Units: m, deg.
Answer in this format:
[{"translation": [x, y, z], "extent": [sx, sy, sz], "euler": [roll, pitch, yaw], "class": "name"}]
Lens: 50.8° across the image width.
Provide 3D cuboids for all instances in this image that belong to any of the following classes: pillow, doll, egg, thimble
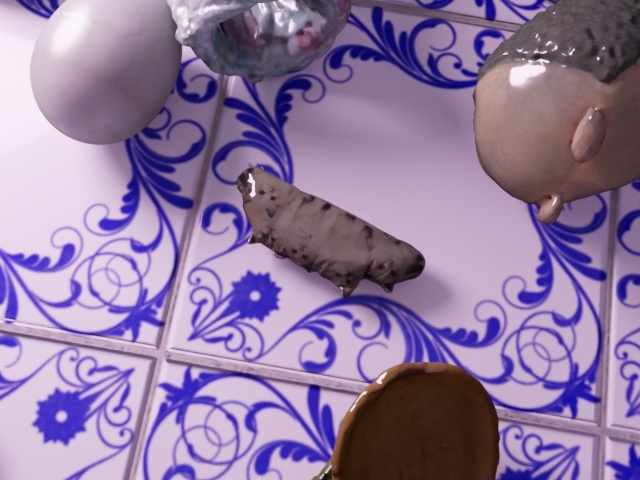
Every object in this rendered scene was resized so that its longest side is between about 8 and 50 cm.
[{"translation": [-0.001, 0.000, 0.771], "extent": [0.241, 0.051, 0.093], "euler": [29, 69, 5], "class": "pillow"}, {"translation": [0.337, -0.172, 0.754], "extent": [0.349, 0.247, 0.247], "euler": [-37, 78, -28], "class": "doll"}, {"translation": [-0.239, -0.208, 0.771], "extent": [0.151, 0.151, 0.209], "euler": [21, 70, 3], "class": "egg"}, {"translation": [-0.080, -0.289, 0.778], "extent": [0.211, 0.185, 0.149], "euler": [-14, 74, -28], "class": "thimble"}]

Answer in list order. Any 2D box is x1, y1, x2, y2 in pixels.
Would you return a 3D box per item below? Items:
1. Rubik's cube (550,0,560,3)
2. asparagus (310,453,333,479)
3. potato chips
[{"translation": [0.290, -0.517, 0.816], "extent": [0.292, 0.293, 0.287], "euler": [27, 74, 7], "class": "Rubik's cube"}, {"translation": [0.042, 0.222, 0.721], "extent": [0.236, 0.027, 0.034], "euler": [-43, 69, -14], "class": "asparagus"}, {"translation": [0.099, 0.225, 0.691], "extent": [0.195, 0.062, 0.208], "euler": [-44, 105, -12], "class": "potato chips"}]
